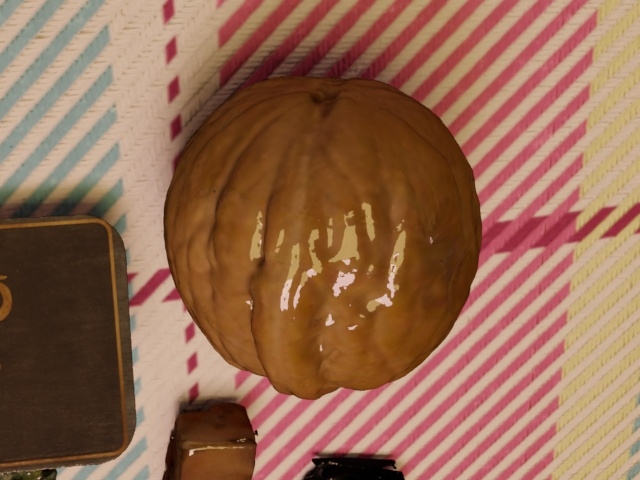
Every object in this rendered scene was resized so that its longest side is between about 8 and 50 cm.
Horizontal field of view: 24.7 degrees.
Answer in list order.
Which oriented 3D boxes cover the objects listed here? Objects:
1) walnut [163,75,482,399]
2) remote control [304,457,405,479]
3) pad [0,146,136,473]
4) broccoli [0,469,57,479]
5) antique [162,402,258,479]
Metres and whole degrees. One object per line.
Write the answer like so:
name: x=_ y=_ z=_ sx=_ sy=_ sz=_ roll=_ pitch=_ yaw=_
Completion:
walnut: x=0.000 y=0.000 z=1.402 sx=0.332 sy=0.333 sz=0.333 roll=-7 pitch=123 yaw=-12
remote control: x=0.003 y=0.438 z=1.803 sx=0.144 sy=0.062 sz=0.399 roll=5 pitch=119 yaw=-20
pad: x=-0.363 y=0.068 z=1.366 sx=0.375 sy=0.063 sz=0.315 roll=-4 pitch=85 yaw=-13
broccoli: x=-0.432 y=0.256 z=1.494 sx=0.288 sy=0.248 sz=0.245 roll=28 pitch=143 yaw=-9
antique: x=-0.138 y=0.325 z=1.672 sx=0.087 sy=0.093 sz=0.310 roll=0 pitch=121 yaw=-16
